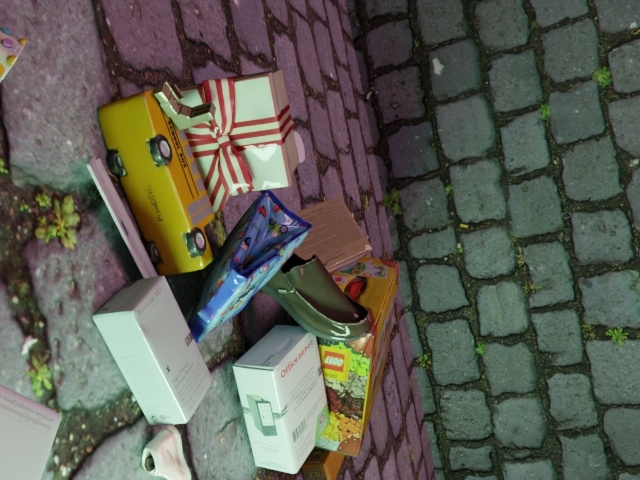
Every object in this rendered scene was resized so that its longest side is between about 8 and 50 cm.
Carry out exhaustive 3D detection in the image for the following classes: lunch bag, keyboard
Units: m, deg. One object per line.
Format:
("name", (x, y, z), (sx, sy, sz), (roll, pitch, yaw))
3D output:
("lunch bag", (-0.170, 0.064, 1.128), (0.138, 0.221, 0.293), (39, 36, -4))
("keyboard", (-0.342, -0.024, 0.958), (0.072, 0.014, 0.256), (-111, -179, -66))

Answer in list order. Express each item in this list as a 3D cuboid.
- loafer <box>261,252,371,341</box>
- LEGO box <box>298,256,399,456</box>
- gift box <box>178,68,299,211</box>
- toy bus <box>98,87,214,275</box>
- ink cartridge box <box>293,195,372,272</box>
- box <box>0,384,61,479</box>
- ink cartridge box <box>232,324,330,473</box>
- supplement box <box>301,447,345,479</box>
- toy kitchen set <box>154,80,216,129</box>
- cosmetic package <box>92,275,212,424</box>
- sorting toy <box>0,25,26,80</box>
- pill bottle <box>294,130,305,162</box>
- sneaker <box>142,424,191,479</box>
("loafer", (-0.034, 0.107, 1.310), (0.134, 0.365, 0.130), (-35, 152, -55))
("LEGO box", (0.086, 0.304, 1.611), (0.500, 0.193, 0.373), (-49, 146, -67))
("gift box", (-0.197, -0.215, 1.166), (0.258, 0.276, 0.255), (-83, 158, -70))
("toy bus", (-0.295, -0.107, 1.033), (0.130, 0.108, 0.333), (-59, 135, -65))
("ink cartridge box", (0.000, 0.000, 1.576), (0.234, 0.088, 0.193), (-22, 76, -31))
("box", (-0.392, 0.236, 0.550), (0.181, 0.119, 0.182), (59, 28, -47))
("ink cartridge box", (-0.082, 0.362, 1.289), (0.198, 0.114, 0.273), (-38, 123, -57))
("supplement box", (0.020, 0.615, 1.595), (0.233, 0.078, 0.080), (-44, 121, -68))
("toy kitchen set", (-0.240, -0.261, 0.992), (0.083, 0.075, 0.068), (59, 25, -45))
("cosmetic package", (-0.281, 0.190, 0.948), (0.117, 0.085, 0.231), (-65, 142, -60))
("sorting toy", (-0.461, -0.277, 0.764), (0.075, 0.044, 0.083), (35, 44, -37))
("pill bottle", (-0.138, -0.224, 1.429), (0.108, 0.180, 0.108), (-11, 90, -71))
("sneaker", (-0.268, 0.391, 0.942), (0.070, 0.050, 0.134), (-32, 122, -50))
